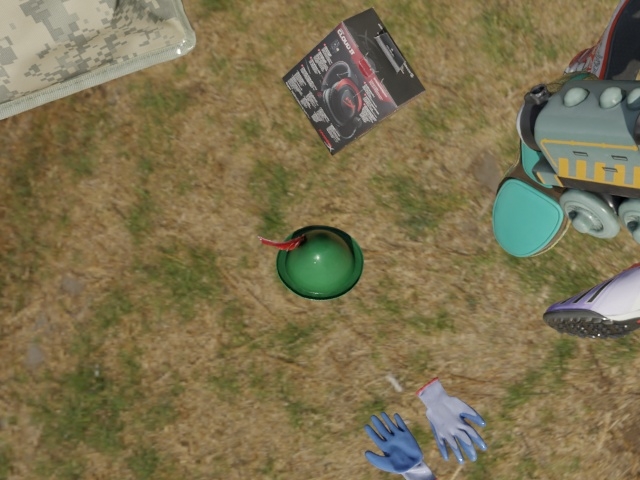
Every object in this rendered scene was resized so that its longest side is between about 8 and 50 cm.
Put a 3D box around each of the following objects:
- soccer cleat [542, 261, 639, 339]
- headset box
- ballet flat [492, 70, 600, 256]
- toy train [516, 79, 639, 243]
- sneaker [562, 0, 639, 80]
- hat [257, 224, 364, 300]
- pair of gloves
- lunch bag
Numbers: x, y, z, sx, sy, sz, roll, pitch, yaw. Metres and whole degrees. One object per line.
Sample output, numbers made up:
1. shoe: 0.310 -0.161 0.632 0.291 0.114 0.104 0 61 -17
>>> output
1. soccer cleat: 0.538 0.096 1.560 0.318 0.108 0.117 -16 55 43
2. headset box: 0.077 -0.350 1.966 0.218 0.110 0.293 56 143 -1
3. ballet flat: 0.321 -0.099 1.234 0.123 0.349 0.123 -1 57 2
4. toy train: 0.346 -0.088 0.929 0.142 0.190 0.334 -46 28 -13
5. sneaker: 0.452 -0.300 1.391 0.090 0.145 0.270 9 115 -13
6. hat: 0.000 0.000 1.682 0.172 0.184 0.209 19 54 9
7. pair of gloves: 0.172 0.329 1.497 0.198 0.023 0.159 -32 57 -9
8. lunch bag: -0.265 -0.209 0.633 0.286 0.169 0.235 -23 64 -13
